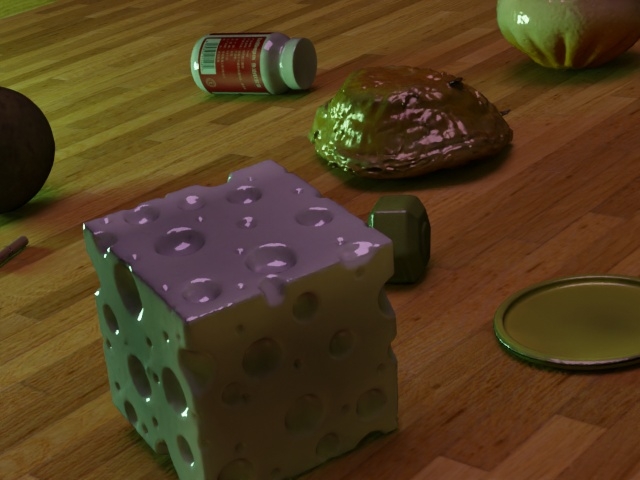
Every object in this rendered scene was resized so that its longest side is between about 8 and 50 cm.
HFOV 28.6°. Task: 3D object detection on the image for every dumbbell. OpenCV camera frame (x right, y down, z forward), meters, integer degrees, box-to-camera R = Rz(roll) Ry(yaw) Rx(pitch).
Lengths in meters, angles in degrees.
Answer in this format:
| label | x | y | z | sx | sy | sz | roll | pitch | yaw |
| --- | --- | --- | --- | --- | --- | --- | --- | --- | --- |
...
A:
| label | x | y | z | sx | sy | sz | roll | pitch | yaw |
| --- | --- | --- | --- | --- | --- | --- | --- | --- | --- |
| dumbbell | 0.000 | 0.000 | 1.724 | 0.301 | 0.121 | 0.108 | -1 | 52 | 18 |

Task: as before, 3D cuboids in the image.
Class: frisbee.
| label | x | y | z | sx | sy | sz | roll | pitch | yaw |
| --- | --- | --- | --- | --- | --- | --- | --- | --- | --- |
| frisbee | 0.323 | 0.095 | 1.498 | 0.235 | 0.017 | 0.236 | -7 | 22 | 3 |

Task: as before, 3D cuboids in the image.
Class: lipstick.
| label | x | y | z | sx | sy | sz | roll | pitch | yaw |
| --- | --- | --- | --- | --- | --- | --- | --- | --- | --- |
| lipstick | -0.492 | 0.018 | 1.974 | 0.019 | 0.019 | 0.094 | 1 | 25 | 22 |

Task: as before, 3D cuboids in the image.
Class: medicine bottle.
| label | x | y | z | sx | sy | sz | roll | pitch | yaw |
| --- | --- | --- | --- | --- | --- | --- | --- | --- | --- |
| medicine bottle | -0.140 | -0.371 | 2.635 | 0.250 | 0.131 | 0.131 | 5 | 26 | 28 |

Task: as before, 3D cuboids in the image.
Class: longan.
| label | x | y | z | sx | sy | sz | roll | pitch | yaw |
| --- | --- | --- | --- | --- | --- | --- | --- | --- | --- |
| longan | -0.570 | -0.162 | 2.158 | 0.215 | 0.246 | 0.246 | -14 | 22 | 2 |

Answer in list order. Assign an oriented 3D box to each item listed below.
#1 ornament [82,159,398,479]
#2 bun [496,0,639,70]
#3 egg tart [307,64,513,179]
| label | x | y | z | sx | sy | sz | roll | pitch | yaw |
| --- | --- | --- | --- | --- | --- | --- | --- | --- | --- |
| ornament | -0.080 | 0.092 | 1.323 | 0.239 | 0.240 | 0.239 | -21 | 34 | -28 |
| bun | 0.493 | -0.417 | 2.478 | 0.298 | 0.165 | 0.299 | 3 | 9 | 0 |
| egg tart | 0.159 | -0.210 | 2.123 | 0.339 | 0.153 | 0.351 | -9 | 23 | -8 |
